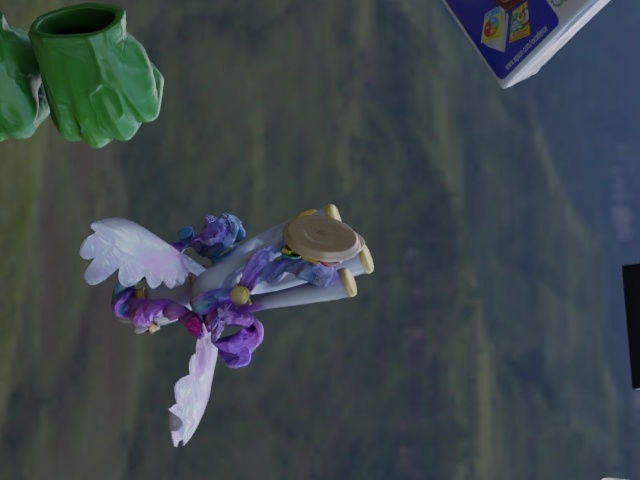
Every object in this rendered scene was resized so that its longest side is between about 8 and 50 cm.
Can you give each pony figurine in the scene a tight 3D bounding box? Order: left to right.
[{"bbox_3d":[-0.132,0.072,2.396,0.351,0.363,0.303,-49,119,-78],"label":"pony figurine"}]

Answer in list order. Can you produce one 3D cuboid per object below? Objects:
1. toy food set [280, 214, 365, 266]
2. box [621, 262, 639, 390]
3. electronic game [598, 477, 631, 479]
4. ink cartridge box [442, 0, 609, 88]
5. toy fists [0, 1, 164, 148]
[{"bbox_3d":[0.000,0.000,1.852,0.083,0.082,0.020,-55,160,-56],"label":"toy food set"},{"bbox_3d":[0.437,0.109,2.273,0.158,0.093,0.156,18,68,-68],"label":"box"},{"bbox_3d":[0.438,0.317,2.171,0.229,0.229,0.048,-161,-97,-88],"label":"electronic game"},{"bbox_3d":[0.191,-0.355,1.921,0.307,0.072,0.303,58,-29,7],"label":"ink cartridge box"},{"bbox_3d":[-0.289,-0.173,1.916,0.096,0.279,0.142,-55,140,-46],"label":"toy fists"}]
